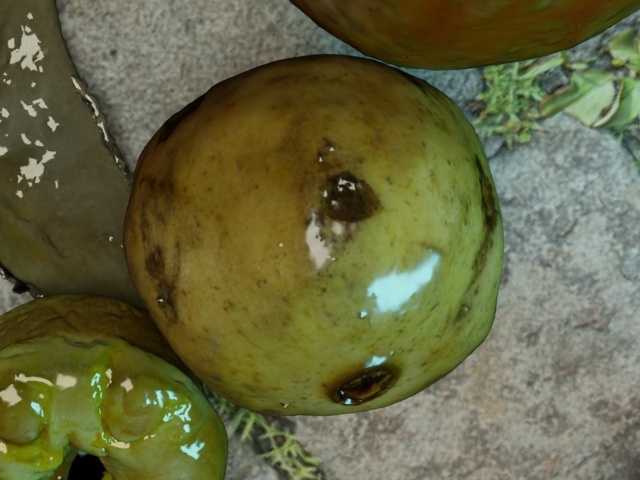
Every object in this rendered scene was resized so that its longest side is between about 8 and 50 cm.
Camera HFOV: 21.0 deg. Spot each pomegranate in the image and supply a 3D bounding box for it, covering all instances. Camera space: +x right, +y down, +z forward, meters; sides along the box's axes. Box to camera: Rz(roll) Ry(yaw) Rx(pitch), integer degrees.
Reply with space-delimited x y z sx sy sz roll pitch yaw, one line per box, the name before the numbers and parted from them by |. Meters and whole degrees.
pomegranate | 0.000 0.000 1.248 0.281 0.281 0.281 0 96 3

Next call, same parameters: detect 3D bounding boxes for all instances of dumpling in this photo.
dumpling | -0.230 -0.050 1.343 0.166 0.086 0.332 -27 95 -27

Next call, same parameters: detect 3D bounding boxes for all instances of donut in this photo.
donut | -0.179 0.163 1.304 0.208 0.128 0.261 6 125 -15

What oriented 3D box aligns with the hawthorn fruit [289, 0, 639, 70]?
hawthorn fruit | 0.111 -0.297 1.133 0.403 0.403 0.403 0 96 3
